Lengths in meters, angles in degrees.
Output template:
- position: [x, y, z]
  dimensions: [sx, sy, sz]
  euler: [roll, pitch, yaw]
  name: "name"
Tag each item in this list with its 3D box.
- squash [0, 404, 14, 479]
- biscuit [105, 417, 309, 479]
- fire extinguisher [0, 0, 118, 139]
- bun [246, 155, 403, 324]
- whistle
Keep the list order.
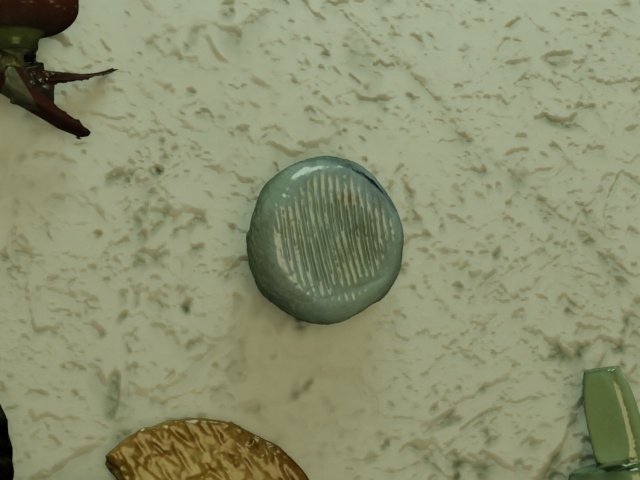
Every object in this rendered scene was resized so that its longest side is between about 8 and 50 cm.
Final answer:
- position: [-0.327, 0.167, 1.322]
  dimensions: [0.193, 0.156, 0.193]
  euler: [-8, 106, -28]
  name: "squash"
- position: [-0.071, 0.235, 1.432]
  dimensions: [0.144, 0.033, 0.224]
  euler: [-35, 93, -16]
  name: "biscuit"
- position: [-0.231, -0.253, 1.418]
  dimensions: [0.147, 0.106, 0.337]
  euler: [3, 84, -37]
  name: "fire extinguisher"
- position: [0.000, 0.000, 1.448]
  dimensions: [0.140, 0.083, 0.141]
  euler: [2, 86, -22]
  name: "bun"
- position: [0.268, 0.227, 1.478]
  dimensions: [0.092, 0.110, 0.244]
  euler: [-9, 85, -45]
  name: "whistle"
